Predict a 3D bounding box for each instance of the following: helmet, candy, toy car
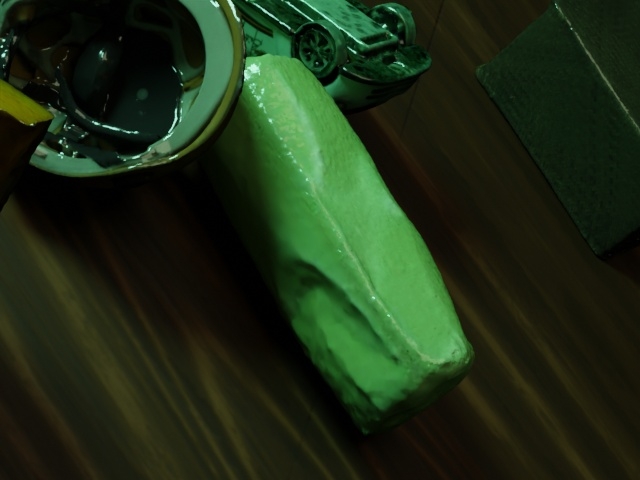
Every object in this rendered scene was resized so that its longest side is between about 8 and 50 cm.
[{"bbox_3d":[-0.163,-0.130,1.206,0.224,0.130,0.198,-3,79,6],"label":"helmet"},{"bbox_3d":[0.000,0.000,1.259,0.343,0.142,0.132,59,18,17],"label":"candy"},{"bbox_3d":[-0.041,-0.211,1.412,0.306,0.125,0.136,37,34,22],"label":"toy car"}]

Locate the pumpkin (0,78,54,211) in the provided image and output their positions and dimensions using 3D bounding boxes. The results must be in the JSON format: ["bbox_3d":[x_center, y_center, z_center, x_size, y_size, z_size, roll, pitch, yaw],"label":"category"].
[{"bbox_3d":[-0.326,-0.012,0.916,0.225,0.256,0.303,37,18,-5],"label":"pumpkin"}]

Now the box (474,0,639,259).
[{"bbox_3d":[0.335,-0.140,1.663,0.184,0.143,0.273,-19,73,-47],"label":"box"}]
